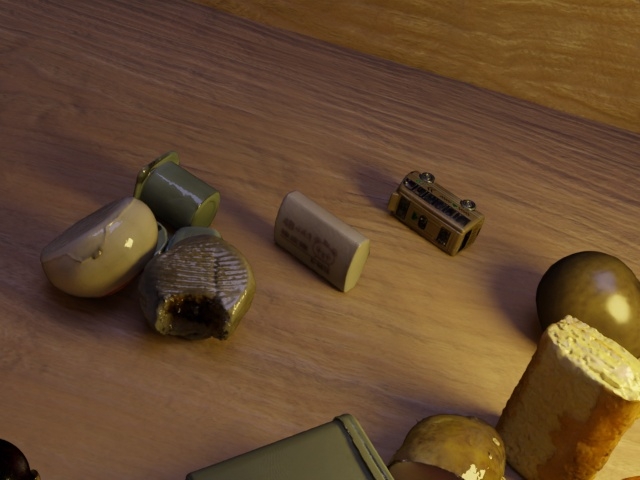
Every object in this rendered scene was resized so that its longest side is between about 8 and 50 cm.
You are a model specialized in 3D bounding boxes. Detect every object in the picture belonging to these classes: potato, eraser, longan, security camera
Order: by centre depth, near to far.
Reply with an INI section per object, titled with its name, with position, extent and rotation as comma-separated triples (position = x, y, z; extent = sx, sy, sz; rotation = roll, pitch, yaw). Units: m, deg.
[potato]
position = 0.271, 0.451, 1.430
extent = 0.229, 0.229, 0.266
rotation = 26, 34, 13
[security camera]
position = -0.403, 0.024, 1.832
extent = 0.301, 0.080, 0.157
rotation = 6, 52, 6
[longan]
position = 0.729, 0.182, 1.849
extent = 0.319, 0.319, 0.319
rotation = 10, 37, -8
[eraser]
position = 0.000, 0.000, 1.922
extent = 0.270, 0.174, 0.095
rotation = 36, 40, 25

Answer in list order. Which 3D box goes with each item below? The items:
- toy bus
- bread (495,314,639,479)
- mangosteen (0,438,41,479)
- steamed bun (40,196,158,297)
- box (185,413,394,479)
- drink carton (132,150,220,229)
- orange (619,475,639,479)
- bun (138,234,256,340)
[toy bus]
position = 0.355, -0.087, 2.197
extent = 0.289, 0.139, 0.157
rotation = 39, 47, 22
[bread]
position = 0.531, 0.363, 1.485
extent = 0.165, 0.375, 0.236
rotation = -24, 49, -38
[mangosteen]
position = -0.556, 0.436, 1.180
extent = 0.230, 0.194, 0.194
rotation = 36, 31, -23
[steamed bun]
position = -0.507, 0.029, 1.663
extent = 0.283, 0.177, 0.283
rotation = -28, 20, 11
[box]
position = -0.027, 0.529, 1.244
extent = 0.343, 0.177, 0.352
rotation = -12, 45, -27
[drink carton]
position = -0.390, -0.123, 1.939
extent = 0.189, 0.185, 0.191
rotation = 29, 37, 12
[orange]
position = 0.633, 0.590, 1.299
extent = 0.312, 0.312, 0.312
rotation = 10, 37, -8
[bun]
position = -0.289, 0.125, 1.642
extent = 0.281, 0.205, 0.281
rotation = 5, 52, -6
